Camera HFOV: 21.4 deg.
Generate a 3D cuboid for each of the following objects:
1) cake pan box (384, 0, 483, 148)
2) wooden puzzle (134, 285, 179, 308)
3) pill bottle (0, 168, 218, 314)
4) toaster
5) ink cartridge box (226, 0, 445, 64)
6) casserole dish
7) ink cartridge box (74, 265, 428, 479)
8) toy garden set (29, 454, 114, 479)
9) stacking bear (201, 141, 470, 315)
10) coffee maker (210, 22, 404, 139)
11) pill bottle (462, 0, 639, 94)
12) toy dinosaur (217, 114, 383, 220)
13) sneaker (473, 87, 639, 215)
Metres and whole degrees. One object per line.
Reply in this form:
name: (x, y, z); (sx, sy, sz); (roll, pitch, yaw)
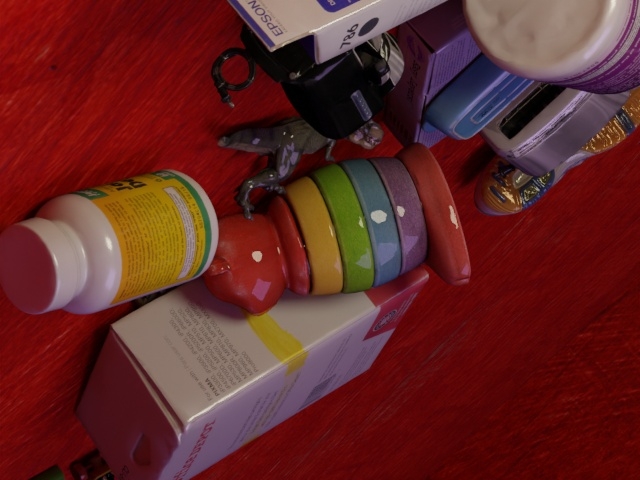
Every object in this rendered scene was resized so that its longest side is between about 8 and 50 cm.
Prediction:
cake pan box: (0.192, -0.235, 1.940); (0.246, 0.070, 0.267); (-37, 163, -15)
wooden puzzle: (-0.184, 0.053, 1.965); (0.078, 0.014, 0.116); (-39, 163, -2)
pill bottle: (-0.207, 0.005, 1.633); (0.208, 0.117, 0.117); (-19, 153, -48)
toaster: (0.282, -0.176, 2.168); (0.227, 0.129, 0.146); (-42, 159, 14)
ink cartridge box: (0.030, -0.255, 1.400); (0.333, 0.165, 0.065); (-28, 160, -31)
casserole dish: (0.197, -0.177, 1.922); (0.188, 0.037, 0.114); (-42, 162, 10)
ink cartridge box: (-0.090, 0.134, 2.092); (0.385, 0.160, 0.279); (-30, 164, -29)
toy garden set: (-0.374, 0.385, 2.329); (0.204, 0.049, 0.244); (-28, 159, -33)
stacking bear: (0.000, 0.000, 1.941); (0.289, 0.164, 0.175); (-16, -164, -11)
coffee maker: (-0.010, -0.176, 1.634); (0.171, 0.120, 0.178); (-17, 162, 5)
pill bottle: (0.278, -0.238, 1.747); (0.169, 0.169, 0.301); (-47, 159, 21)
toy dinosaur: (-0.046, -0.090, 1.832); (0.268, 0.064, 0.118); (-14, 143, -49)
sneaker: (0.334, -0.141, 2.435); (0.296, 0.112, 0.131); (-34, 179, -13)
